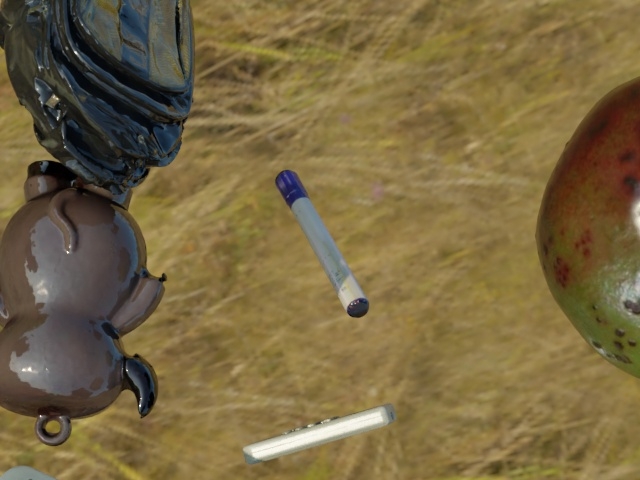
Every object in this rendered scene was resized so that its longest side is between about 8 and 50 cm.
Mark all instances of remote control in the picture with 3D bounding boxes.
[{"bbox_3d":[-0.002,0.238,1.701,0.087,0.190,0.029,18,55,-78],"label":"remote control"}]

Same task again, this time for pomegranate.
[{"bbox_3d":[0.343,0.002,1.239,0.323,0.290,0.291,53,35,-56],"label":"pomegranate"}]

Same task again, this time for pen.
[{"bbox_3d":[0.001,0.000,1.721,0.033,0.033,0.269,27,23,-39],"label":"pen"}]

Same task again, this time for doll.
[{"bbox_3d":[-0.229,0.056,1.238,0.117,0.182,0.257,89,2,-76],"label":"doll"}]

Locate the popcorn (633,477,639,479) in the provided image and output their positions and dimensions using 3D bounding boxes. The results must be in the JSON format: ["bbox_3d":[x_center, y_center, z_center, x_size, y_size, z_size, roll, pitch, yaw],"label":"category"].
[{"bbox_3d":[0.450,0.366,1.403,0.381,0.349,0.349,39,44,-3],"label":"popcorn"}]

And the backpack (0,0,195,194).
[{"bbox_3d":[-0.200,-0.159,1.248,0.206,0.133,0.258,27,38,-36],"label":"backpack"}]

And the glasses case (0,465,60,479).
[{"bbox_3d":[-0.253,0.283,1.383,0.067,0.178,0.045,-61,159,-22],"label":"glasses case"}]
